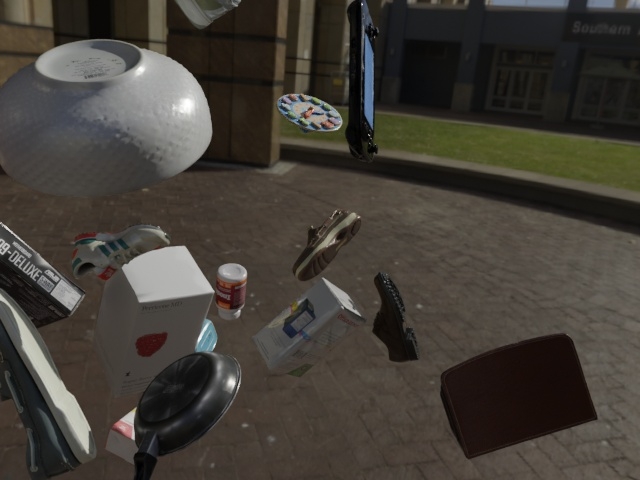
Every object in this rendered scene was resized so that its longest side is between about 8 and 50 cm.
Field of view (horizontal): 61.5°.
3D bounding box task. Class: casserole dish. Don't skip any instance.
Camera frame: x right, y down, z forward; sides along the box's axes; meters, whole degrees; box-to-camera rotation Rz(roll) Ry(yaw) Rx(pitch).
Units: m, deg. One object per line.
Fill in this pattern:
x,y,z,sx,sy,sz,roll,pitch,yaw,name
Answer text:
-0.384,0.335,1.758,0.036,0.114,0.188,-5,28,14,casserole dish

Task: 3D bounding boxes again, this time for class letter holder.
0.432,0.332,1.245,0.301,0.215,0.152,-19,2,2,letter holder

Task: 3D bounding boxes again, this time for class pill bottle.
-0.257,0.149,1.540,0.085,0.152,0.086,6,30,-4,pill bottle

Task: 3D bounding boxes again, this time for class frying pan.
-0.256,0.289,0.824,0.197,0.053,0.326,4,42,48,frying pan

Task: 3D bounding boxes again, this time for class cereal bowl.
-0.349,-0.223,0.858,0.338,0.141,0.339,2,41,-2,cereal bowl

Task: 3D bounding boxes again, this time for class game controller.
0.088,-0.329,1.120,0.067,0.320,0.166,0,-7,6,game controller

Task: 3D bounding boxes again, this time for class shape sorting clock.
-0.031,-0.387,1.622,0.206,0.040,0.206,15,42,-14,shape sorting clock

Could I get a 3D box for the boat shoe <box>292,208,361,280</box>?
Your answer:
0.000,0.005,1.434,0.095,0.095,0.257,32,54,23,boat shoe

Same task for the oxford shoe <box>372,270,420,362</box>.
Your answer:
0.157,0.185,1.264,0.096,0.228,0.083,-15,5,19,oxford shoe

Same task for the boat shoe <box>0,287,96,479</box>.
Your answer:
-0.463,0.219,0.826,0.099,0.320,0.116,-29,1,-14,boat shoe

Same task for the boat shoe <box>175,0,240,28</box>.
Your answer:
-0.256,-0.518,0.917,0.103,0.320,0.118,-25,48,10,boat shoe

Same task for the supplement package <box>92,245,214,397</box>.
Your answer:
-0.388,0.181,1.228,0.177,0.293,0.175,-5,40,-40,supplement package

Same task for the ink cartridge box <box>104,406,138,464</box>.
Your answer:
-0.431,0.474,1.359,0.115,0.067,0.198,22,14,10,ink cartridge box

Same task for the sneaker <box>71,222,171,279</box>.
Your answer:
-0.304,0.024,0.817,0.161,0.057,0.076,-7,60,11,sneaker

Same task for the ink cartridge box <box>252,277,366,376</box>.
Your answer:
-0.020,0.199,1.203,0.093,0.212,0.154,55,9,30,ink cartridge box

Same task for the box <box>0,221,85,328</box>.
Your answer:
-0.729,0.080,1.209,0.242,0.307,0.077,-20,35,30,box
